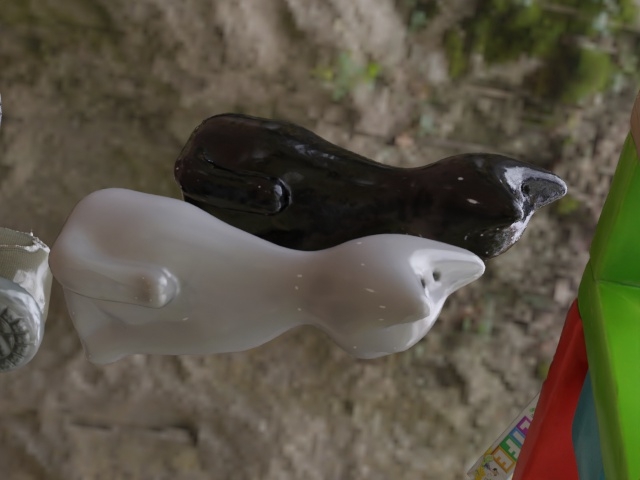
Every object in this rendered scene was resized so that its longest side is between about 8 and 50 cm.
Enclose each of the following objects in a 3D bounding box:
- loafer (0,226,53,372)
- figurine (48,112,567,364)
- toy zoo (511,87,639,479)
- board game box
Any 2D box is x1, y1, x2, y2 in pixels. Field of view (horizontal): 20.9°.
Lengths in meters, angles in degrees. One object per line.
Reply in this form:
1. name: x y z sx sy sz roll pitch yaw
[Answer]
1. loafer: -0.275 0.019 1.079 0.087 0.251 0.094 -61 158 -48
2. figurine: 0.000 0.000 0.900 0.215 0.209 0.092 -41 128 -58
3. toy zoo: 0.065 0.131 0.442 0.192 0.030 0.293 -86 -173 -56
4. board game box: 0.183 0.126 1.315 0.154 0.026 0.103 -28 159 -51
